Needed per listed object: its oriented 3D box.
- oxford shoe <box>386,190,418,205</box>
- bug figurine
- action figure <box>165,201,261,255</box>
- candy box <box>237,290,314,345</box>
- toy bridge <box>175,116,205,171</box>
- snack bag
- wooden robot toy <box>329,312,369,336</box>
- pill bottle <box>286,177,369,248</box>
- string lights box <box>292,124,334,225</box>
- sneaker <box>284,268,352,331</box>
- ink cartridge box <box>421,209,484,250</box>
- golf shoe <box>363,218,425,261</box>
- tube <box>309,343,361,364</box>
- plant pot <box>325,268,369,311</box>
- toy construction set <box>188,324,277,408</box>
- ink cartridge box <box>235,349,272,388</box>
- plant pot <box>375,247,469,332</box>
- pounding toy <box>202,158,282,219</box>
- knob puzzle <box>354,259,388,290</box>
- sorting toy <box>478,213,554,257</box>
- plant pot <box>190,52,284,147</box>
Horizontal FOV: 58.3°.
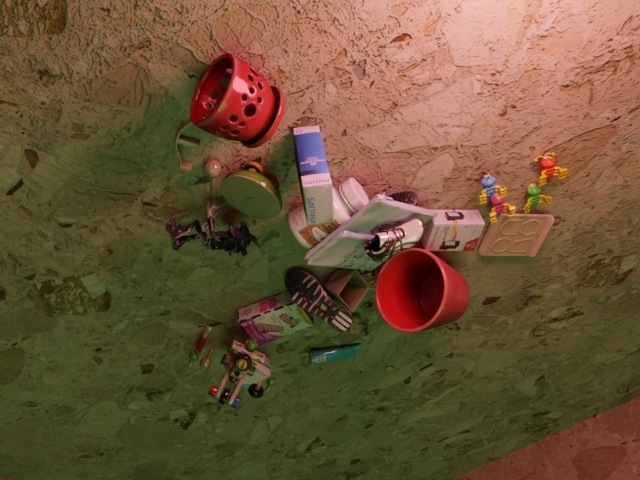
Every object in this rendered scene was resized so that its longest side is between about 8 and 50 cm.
[{"bbox_3d":[0.212,-0.078,1.801,0.227,0.083,0.096,-31,150,19],"label":"oxford shoe"},{"bbox_3d":[0.613,-0.161,1.787,0.279,0.072,0.216,-17,140,-1],"label":"bug figurine"},{"bbox_3d":[-0.303,-0.031,1.675,0.276,0.141,0.164,2,156,10],"label":"action figure"},{"bbox_3d":[-0.160,0.278,2.064,0.233,0.071,0.159,-22,133,9],"label":"candy box"},{"bbox_3d":[-0.355,-0.265,1.538,0.063,0.026,0.188,15,129,-20],"label":"toy bridge"},{"bbox_3d":[0.166,-0.011,1.761,0.323,0.037,0.342,10,139,-46],"label":"snack bag"},{"bbox_3d":[0.118,0.308,2.166,0.173,0.076,0.079,13,94,-22],"label":"wooden robot toy"},{"bbox_3d":[0.025,-0.084,1.709,0.229,0.131,0.131,-32,131,19],"label":"pill bottle"},{"bbox_3d":[-0.021,-0.176,1.522,0.077,0.259,0.133,-8,135,-3],"label":"string lights box"},{"bbox_3d":[-0.018,0.207,2.008,0.281,0.162,0.106,44,87,-5],"label":"sneaker"},{"bbox_3d":[0.426,-0.032,1.875,0.175,0.072,0.127,-1,134,-11],"label":"ink cartridge box"},{"bbox_3d":[0.217,-0.004,1.695,0.198,0.077,0.094,-36,148,19],"label":"golf shoe"},{"bbox_3d":[0.061,0.455,2.295,0.207,0.052,0.080,-6,139,-13],"label":"tube"},{"bbox_3d":[0.082,0.158,1.961,0.109,0.096,0.109,-54,132,-16],"label":"plant pot"},{"bbox_3d":[-0.310,0.406,2.042,0.257,0.309,0.237,-19,139,-62],"label":"toy construction set"},{"bbox_3d":[-0.265,0.498,2.242,0.143,0.090,0.092,-33,131,19],"label":"ink cartridge box"},{"bbox_3d":[0.361,0.177,1.931,0.275,0.275,0.243,-42,146,27],"label":"plant pot"},{"bbox_3d":[-0.202,-0.164,1.631,0.237,0.110,0.183,16,148,14],"label":"pounding toy"},{"bbox_3d":[0.195,0.117,2.005,0.213,0.030,0.213,-5,135,-5],"label":"knob puzzle"},{"bbox_3d":[0.664,-0.021,1.960,0.208,0.038,0.193,4,133,-8],"label":"sorting toy"},{"bbox_3d":[-0.198,-0.330,1.400,0.174,0.191,0.191,24,125,-39],"label":"plant pot"}]
